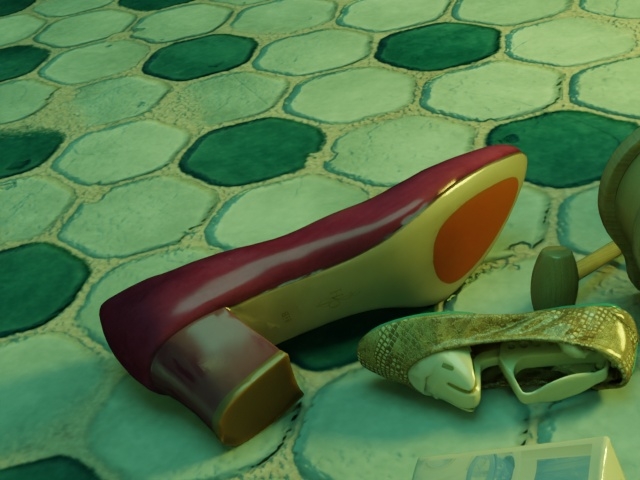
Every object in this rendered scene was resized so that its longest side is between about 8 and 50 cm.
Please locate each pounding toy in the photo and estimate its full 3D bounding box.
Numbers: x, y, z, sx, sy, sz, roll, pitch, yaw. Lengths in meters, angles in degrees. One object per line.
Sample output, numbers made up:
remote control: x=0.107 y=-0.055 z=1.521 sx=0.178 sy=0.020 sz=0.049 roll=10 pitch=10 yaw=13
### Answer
pounding toy: x=0.290 y=-0.030 z=0.793 sx=0.269 sy=0.154 sz=0.155 roll=-12 pitch=31 yaw=-3

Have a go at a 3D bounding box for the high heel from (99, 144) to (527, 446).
high heel: x=0.000 y=0.000 z=0.851 sx=0.377 sy=0.127 sz=0.181 roll=-33 pitch=48 yaw=-27

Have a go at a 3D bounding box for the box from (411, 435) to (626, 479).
box: x=0.094 y=0.207 z=0.495 sx=0.114 sy=0.103 sz=0.203 roll=-13 pitch=27 yaw=26

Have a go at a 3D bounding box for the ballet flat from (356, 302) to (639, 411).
ballet flat: x=0.128 y=0.088 z=0.740 sx=0.206 sy=0.073 sz=0.067 roll=-9 pitch=45 yaw=11
